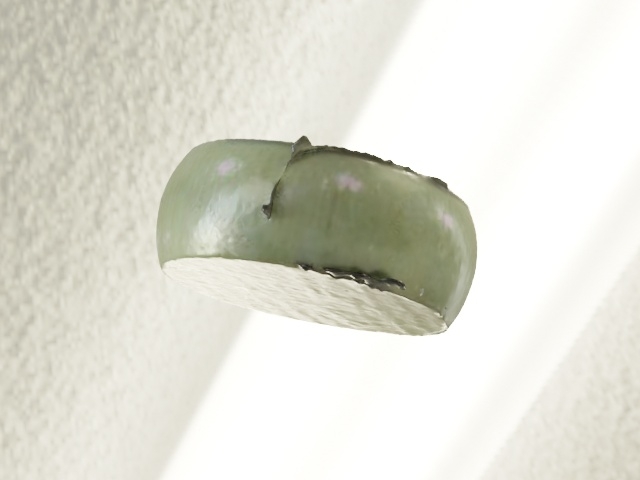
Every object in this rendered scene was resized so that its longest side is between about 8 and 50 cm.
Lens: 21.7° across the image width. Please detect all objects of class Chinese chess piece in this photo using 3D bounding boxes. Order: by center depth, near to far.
[{"bbox_3d":[0.000,0.000,1.181,0.238,0.238,0.092,19,-103,-25],"label":"Chinese chess piece"}]
